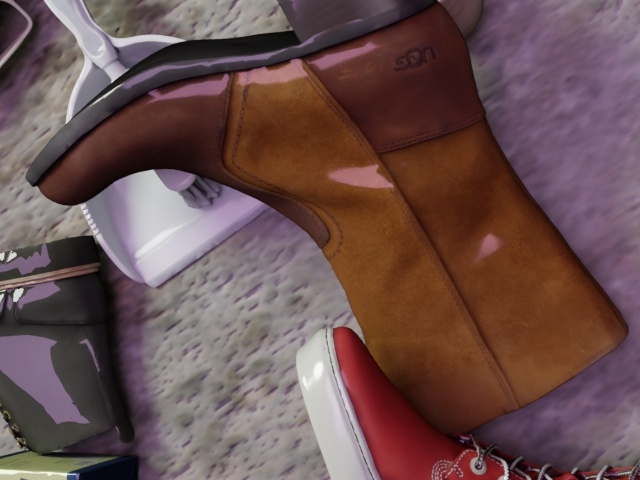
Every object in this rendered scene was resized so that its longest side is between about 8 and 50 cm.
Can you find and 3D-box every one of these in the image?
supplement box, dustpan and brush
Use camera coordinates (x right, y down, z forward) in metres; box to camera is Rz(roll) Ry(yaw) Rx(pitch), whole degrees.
[{"bbox_3d":[-0.169,0.165,0.731,0.083,0.083,0.056,0,87,16],"label":"supplement box"},{"bbox_3d":[-0.118,-0.093,0.738,0.147,0.060,0.211,-35,80,11],"label":"dustpan and brush"}]

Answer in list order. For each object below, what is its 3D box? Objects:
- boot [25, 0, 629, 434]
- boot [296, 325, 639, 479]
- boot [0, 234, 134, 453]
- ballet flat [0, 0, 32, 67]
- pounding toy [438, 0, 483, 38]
[{"bbox_3d":[0.000,0.000,0.682,0.264,0.096,0.280,-28,105,10],"label":"boot"},{"bbox_3d":[0.107,0.125,0.641,0.176,0.088,0.244,-28,103,11],"label":"boot"},{"bbox_3d":[-0.225,0.085,0.758,0.198,0.077,0.137,-15,89,15],"label":"boot"},{"bbox_3d":[-0.220,-0.169,0.767,0.079,0.077,0.221,22,104,-18],"label":"ballet flat"},{"bbox_3d":[0.022,-0.241,0.700,0.237,0.110,0.183,34,90,-14],"label":"pounding toy"}]
